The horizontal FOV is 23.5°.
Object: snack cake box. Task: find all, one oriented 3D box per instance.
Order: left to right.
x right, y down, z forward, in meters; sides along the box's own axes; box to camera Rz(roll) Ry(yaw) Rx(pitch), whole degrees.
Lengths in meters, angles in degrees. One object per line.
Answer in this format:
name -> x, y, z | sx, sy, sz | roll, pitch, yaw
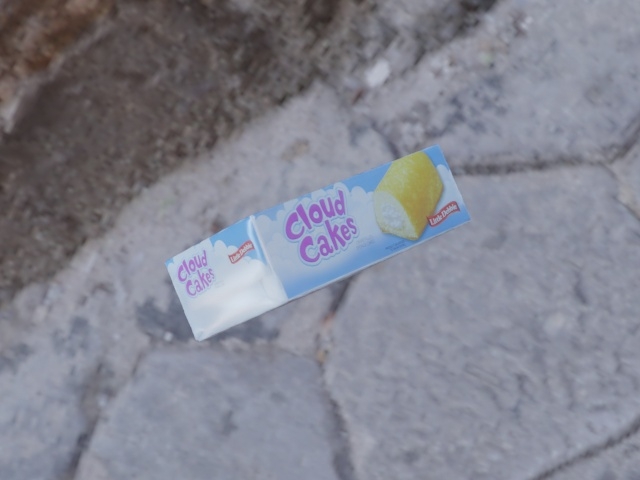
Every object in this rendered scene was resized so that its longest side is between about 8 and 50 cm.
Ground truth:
snack cake box -> 0.000, 0.000, 1.500 | 0.152, 0.264, 0.089 | -23, 90, 48
